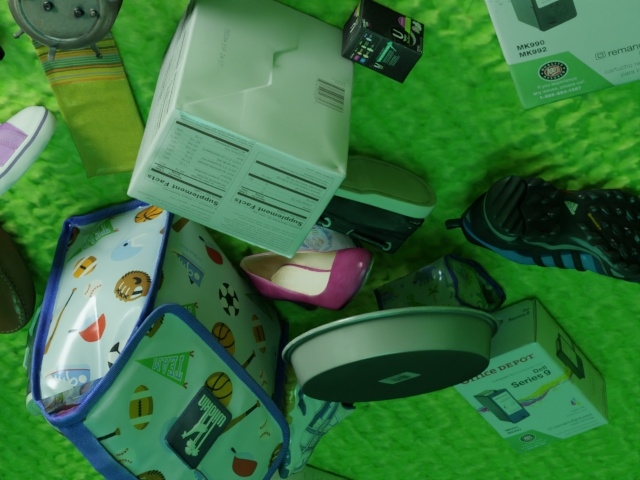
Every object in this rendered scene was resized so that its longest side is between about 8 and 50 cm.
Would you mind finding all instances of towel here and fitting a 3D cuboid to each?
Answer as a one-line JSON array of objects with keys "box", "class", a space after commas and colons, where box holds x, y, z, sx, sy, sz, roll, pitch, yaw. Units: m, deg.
[{"box": [-0.283, -0.174, 1.715, 0.102, 0.021, 0.237, -5, 133, 11], "class": "towel"}]

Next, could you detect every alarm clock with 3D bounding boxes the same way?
[{"box": [-0.291, -0.300, 1.561, 0.129, 0.064, 0.192, 12, 121, -4], "class": "alarm clock"}]

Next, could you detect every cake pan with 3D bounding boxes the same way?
[{"box": [0.097, 0.157, 1.810, 0.293, 0.054, 0.293, -7, 160, -3], "class": "cake pan"}]

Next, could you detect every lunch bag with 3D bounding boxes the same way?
[{"box": [0.168, 0.086, 1.871, 0.128, 0.096, 0.151, -27, 152, 28], "class": "lunch bag"}, {"box": [-0.202, 0.174, 1.789, 0.238, 0.386, 0.328, -20, 128, 23], "class": "lunch bag"}]

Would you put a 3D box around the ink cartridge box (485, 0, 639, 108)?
[{"box": [0.274, -0.307, 1.462, 0.211, 0.122, 0.289, -14, 130, 17], "class": "ink cartridge box"}]

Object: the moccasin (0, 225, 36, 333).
[{"box": [-0.513, -0.001, 1.814, 0.139, 0.147, 0.380, -13, 131, 17], "class": "moccasin"}]

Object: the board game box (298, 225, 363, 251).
[{"box": [0.000, 0.000, 1.854, 0.090, 0.020, 0.090, -17, 130, 21], "class": "board game box"}]

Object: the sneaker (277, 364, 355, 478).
[{"box": [-0.007, 0.264, 2.049, 0.130, 0.112, 0.296, -10, 148, -15], "class": "sneaker"}]

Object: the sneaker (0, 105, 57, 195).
[{"box": [-0.466, -0.106, 1.672, 0.282, 0.102, 0.161, -42, 113, -15], "class": "sneaker"}]

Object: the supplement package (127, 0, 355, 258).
[{"box": [-0.082, -0.145, 1.555, 0.204, 0.262, 0.145, 22, 132, -15], "class": "supplement package"}]

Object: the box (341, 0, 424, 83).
[{"box": [0.073, -0.234, 1.593, 0.083, 0.062, 0.052, 22, 133, -15], "class": "box"}]

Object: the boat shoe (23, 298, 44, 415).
[{"box": [-0.380, 0.172, 2.009, 0.116, 0.099, 0.319, -7, 155, -16], "class": "boat shoe"}]

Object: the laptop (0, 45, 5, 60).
[{"box": [-0.555, -0.235, 1.597, 0.264, 0.136, 0.234, -43, 129, -16], "class": "laptop"}]

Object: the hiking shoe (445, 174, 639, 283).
[{"box": [0.325, -0.012, 1.776, 0.304, 0.113, 0.132, 18, 163, -20], "class": "hiking shoe"}]

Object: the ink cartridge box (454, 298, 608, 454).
[{"box": [0.296, 0.198, 1.967, 0.154, 0.093, 0.212, -25, 125, 27], "class": "ink cartridge box"}]

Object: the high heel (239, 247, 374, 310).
[{"box": [-0.019, 0.035, 1.792, 0.117, 0.082, 0.244, 28, 164, -16], "class": "high heel"}]

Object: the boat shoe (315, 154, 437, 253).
[{"box": [-0.027, -0.064, 1.724, 0.340, 0.127, 0.113, 14, 123, -21], "class": "boat shoe"}]

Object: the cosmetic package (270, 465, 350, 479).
[{"box": [-0.056, 0.463, 2.213, 0.183, 0.151, 0.151, 21, 132, -13], "class": "cosmetic package"}]
